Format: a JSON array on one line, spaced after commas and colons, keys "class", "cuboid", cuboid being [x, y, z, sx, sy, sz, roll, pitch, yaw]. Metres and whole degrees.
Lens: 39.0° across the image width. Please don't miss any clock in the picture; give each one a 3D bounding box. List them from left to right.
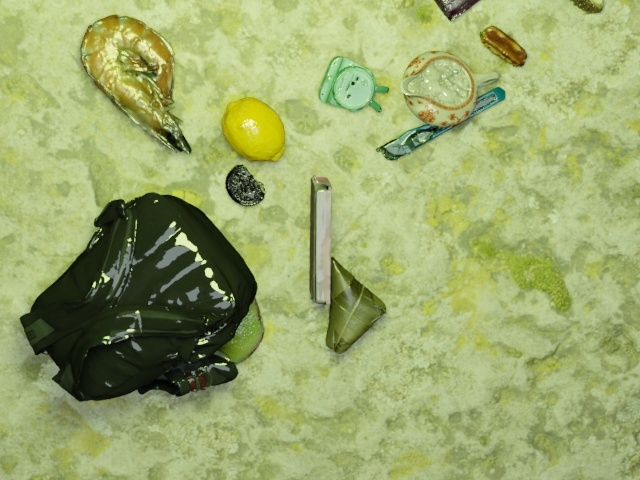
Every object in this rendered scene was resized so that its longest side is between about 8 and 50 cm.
[{"class": "clock", "cuboid": [0.070, -0.314, 1.860, 0.135, 0.041, 0.101, 18, 103, -10]}]

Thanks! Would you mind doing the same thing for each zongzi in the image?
[{"class": "zongzi", "cuboid": [0.035, 0.147, 1.966, 0.176, 0.078, 0.160, 41, 94, -19]}]

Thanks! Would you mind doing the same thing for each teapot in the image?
[{"class": "teapot", "cuboid": [0.253, -0.310, 1.841, 0.245, 0.116, 0.159, -21, 73, -23]}]

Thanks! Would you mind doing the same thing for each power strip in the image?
[{"class": "power strip", "cuboid": [0.000, 0.000, 1.909, 0.037, 0.109, 0.279, -1, 106, -7]}]

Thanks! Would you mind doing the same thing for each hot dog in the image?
[{"class": "hot dog", "cuboid": [0.378, -0.400, 1.872, 0.122, 0.037, 0.049, 35, 88, -19]}]

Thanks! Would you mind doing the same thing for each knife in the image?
[{"class": "knife", "cuboid": [0.256, -0.247, 1.907, 0.296, 0.026, 0.044, -29, 95, 4]}]

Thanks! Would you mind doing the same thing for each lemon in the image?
[{"class": "lemon", "cuboid": [-0.133, -0.221, 1.831, 0.114, 0.114, 0.155, -41, 109, 6]}]

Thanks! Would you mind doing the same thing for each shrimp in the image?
[{"class": "shrimp", "cuboid": [-0.343, -0.313, 1.812, 0.164, 0.062, 0.317, -39, 103, 3]}]

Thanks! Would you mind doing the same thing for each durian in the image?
[{"class": "durian", "cuboid": [0.539, -0.517, 1.843, 0.066, 0.052, 0.130, -31, 106, 1]}]

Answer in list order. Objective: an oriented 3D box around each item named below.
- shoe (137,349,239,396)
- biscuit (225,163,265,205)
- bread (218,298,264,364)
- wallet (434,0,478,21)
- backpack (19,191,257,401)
[{"class": "shoe", "cuboid": [-0.293, 0.291, 1.935, 0.227, 0.112, 0.099, 4, 126, 15]}, {"class": "biscuit", "cuboid": [-0.157, -0.116, 1.902, 0.087, 0.027, 0.089, 4, 105, -6]}, {"class": "bread", "cuboid": [-0.233, 0.180, 1.977, 0.228, 0.033, 0.228, -1, 106, -5]}, {"class": "wallet", "cuboid": [0.260, -0.540, 1.820, 0.111, 0.030, 0.166, -36, 105, 6]}, {"class": "backpack", "cuboid": [-0.376, 0.129, 1.825, 0.446, 0.255, 0.363, -41, 85, 9]}]
